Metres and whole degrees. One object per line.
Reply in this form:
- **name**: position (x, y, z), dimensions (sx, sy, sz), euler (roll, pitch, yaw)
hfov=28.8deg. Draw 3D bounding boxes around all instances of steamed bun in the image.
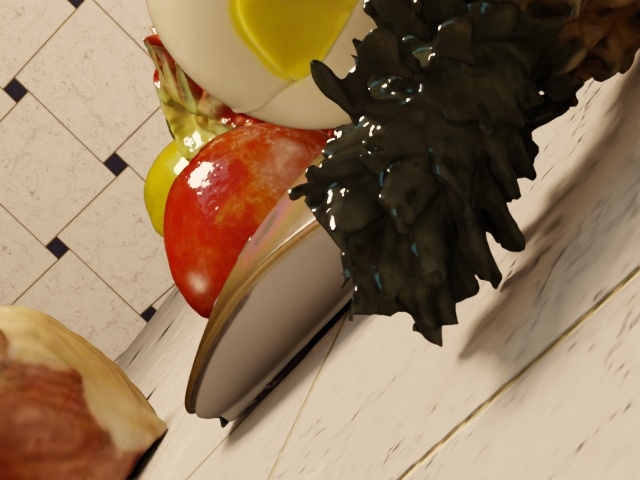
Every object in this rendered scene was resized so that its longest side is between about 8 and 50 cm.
- **steamed bun**: position (0.020, -0.273, 1.059), dimensions (0.374, 0.334, 0.334), euler (-60, 7, -6)

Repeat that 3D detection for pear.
- **pear**: position (-0.141, -0.072, 1.700), dimensions (0.200, 0.200, 0.200), euler (-52, 6, 8)

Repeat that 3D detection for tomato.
- **tomato**: position (-0.081, -0.041, 1.305), dimensions (0.200, 0.139, 0.233), euler (-40, 13, 40)

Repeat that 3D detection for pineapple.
- **pineapple**: position (0.071, -0.084, 0.487), dimensions (0.278, 0.158, 0.158), euler (-67, 9, -13)

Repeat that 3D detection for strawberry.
- **strawberry**: position (-0.034, -0.217, 1.523), dimensions (0.343, 0.292, 0.292), euler (-33, -2, -22)

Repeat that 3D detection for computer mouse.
- **computer mouse**: position (0.000, 0.000, 0.778), dimensions (0.310, 0.072, 0.158), euler (-49, 5, 42)

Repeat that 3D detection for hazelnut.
- **hazelnut**: position (-0.268, 0.191, 1.194), dimensions (0.241, 0.261, 0.261), euler (-19, 14, 11)
